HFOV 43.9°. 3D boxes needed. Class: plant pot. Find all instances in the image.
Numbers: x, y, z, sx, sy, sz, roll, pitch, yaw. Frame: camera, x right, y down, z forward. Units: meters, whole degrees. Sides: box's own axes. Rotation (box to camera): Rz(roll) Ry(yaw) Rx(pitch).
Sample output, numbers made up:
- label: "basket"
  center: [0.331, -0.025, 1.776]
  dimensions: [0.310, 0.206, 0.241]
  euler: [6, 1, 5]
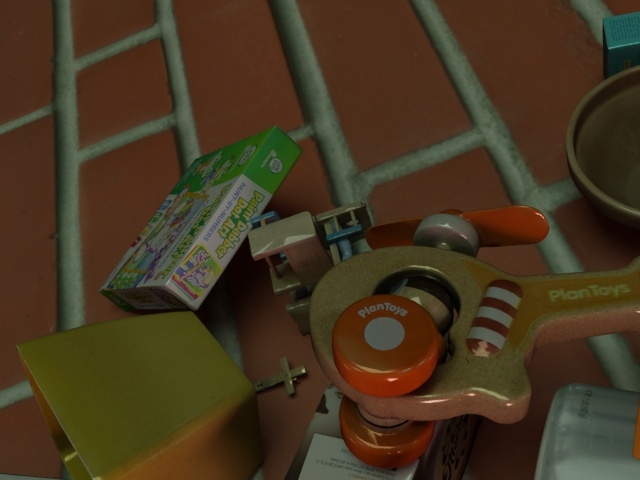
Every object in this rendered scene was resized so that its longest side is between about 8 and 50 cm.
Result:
- label: "plant pot"
  center: [-0.180, 0.203, 0.866]
  dimensions: [0.187, 0.212, 0.212]
  euler: [-26, 47, -26]
- label: "plant pot"
  center: [0.408, -0.089, 0.916]
  dimensions: [0.237, 0.109, 0.237]
  euler: [-10, 54, 14]

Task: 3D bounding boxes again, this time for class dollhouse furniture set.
- label: "dollhouse furniture set"
  center: [0.000, 0.000, 0.954]
  dimensions: [0.129, 0.183, 0.129]
  euler: [-19, 52, 6]

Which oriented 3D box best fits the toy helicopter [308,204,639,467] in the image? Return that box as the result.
- label: "toy helicopter"
  center: [0.166, 0.051, 0.706]
  dimensions: [0.355, 0.140, 0.235]
  euler: [-6, 45, 0]

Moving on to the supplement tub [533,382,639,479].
- label: "supplement tub"
  center: [0.344, 0.234, 0.652]
  dimensions: [0.316, 0.193, 0.193]
  euler: [6, 58, 23]

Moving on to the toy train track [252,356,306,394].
- label: "toy train track"
  center: [-0.054, 0.171, 0.961]
  dimensions: [0.083, 0.014, 0.048]
  euler: [-22, 58, 12]

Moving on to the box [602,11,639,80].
- label: "box"
  center: [0.490, -0.248, 1.009]
  dimensions: [0.244, 0.100, 0.060]
  euler: [-6, 55, 16]

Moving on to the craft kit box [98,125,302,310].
- label: "craft kit box"
  center: [-0.162, -0.021, 1.036]
  dimensions: [0.247, 0.061, 0.249]
  euler: [-6, 47, 54]

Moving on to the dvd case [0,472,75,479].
- label: "dvd case"
  center: [-0.386, 0.390, 0.913]
  dimensions: [0.179, 0.029, 0.238]
  euler: [-1, 55, 19]

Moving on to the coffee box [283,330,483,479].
- label: "coffee box"
  center: [0.054, 0.239, 0.772]
  dimensions: [0.119, 0.168, 0.297]
  euler: [12, 60, 27]
